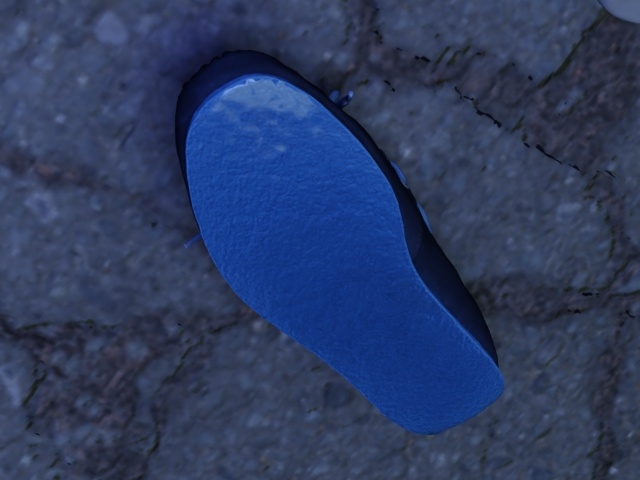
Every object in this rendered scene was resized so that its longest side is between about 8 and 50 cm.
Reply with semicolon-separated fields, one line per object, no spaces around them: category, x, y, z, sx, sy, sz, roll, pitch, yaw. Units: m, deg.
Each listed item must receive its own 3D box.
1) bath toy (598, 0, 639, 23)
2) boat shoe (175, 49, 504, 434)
bath toy;0.068;-0.188;0.767;0.348;0.151;0.129;10;79;-30
boat shoe;0.000;0.000;0.869;0.109;0.089;0.258;-25;133;6
